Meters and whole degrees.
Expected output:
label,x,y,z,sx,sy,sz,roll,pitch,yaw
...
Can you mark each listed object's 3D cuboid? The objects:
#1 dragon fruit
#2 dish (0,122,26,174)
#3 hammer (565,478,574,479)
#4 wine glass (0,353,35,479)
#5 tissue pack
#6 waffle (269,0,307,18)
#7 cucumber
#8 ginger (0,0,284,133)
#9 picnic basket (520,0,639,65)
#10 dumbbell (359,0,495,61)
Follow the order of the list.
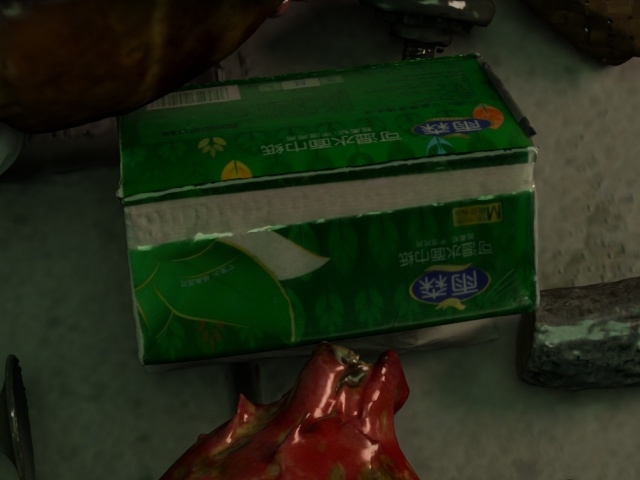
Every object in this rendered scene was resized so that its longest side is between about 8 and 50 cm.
label,x,y,z,sx,sy,sz,roll,pitch,yaw
dragon fruit,-0.018,0.180,0.804,0.205,0.210,0.268,20,75,-40
dish,-0.252,-0.128,0.900,0.224,0.078,0.246,35,89,11
hammer,0.223,0.111,0.920,0.195,0.028,0.060,-33,74,-13
wine glass,-0.254,0.111,0.866,0.196,0.079,0.079,-8,77,-6
tissue pack,0.001,0.001,0.876,0.209,0.148,0.156,-7,114,-5
waffle,-0.087,-0.224,0.965,0.221,0.055,0.234,-35,80,-9
cucumber,0.163,0.052,0.912,0.112,0.064,0.064,-8,77,-2
ginger,-0.072,-0.158,0.786,0.358,0.274,0.152,-27,97,11
picnic basket,0.197,-0.200,0.956,0.110,0.055,0.193,36,78,-17
dumbbell,0.069,-0.191,0.932,0.082,0.081,0.253,8,99,-1
